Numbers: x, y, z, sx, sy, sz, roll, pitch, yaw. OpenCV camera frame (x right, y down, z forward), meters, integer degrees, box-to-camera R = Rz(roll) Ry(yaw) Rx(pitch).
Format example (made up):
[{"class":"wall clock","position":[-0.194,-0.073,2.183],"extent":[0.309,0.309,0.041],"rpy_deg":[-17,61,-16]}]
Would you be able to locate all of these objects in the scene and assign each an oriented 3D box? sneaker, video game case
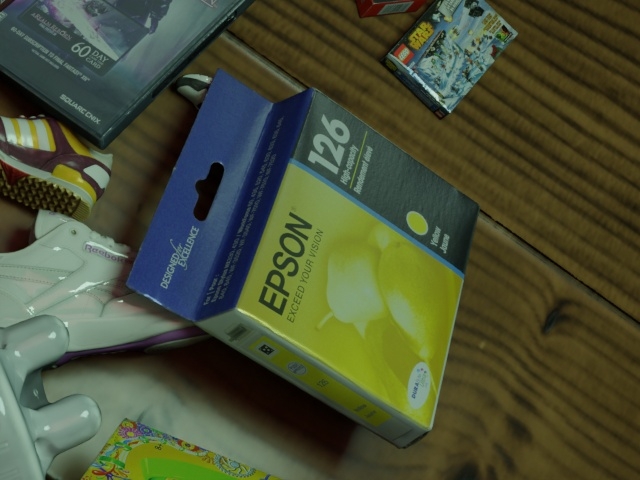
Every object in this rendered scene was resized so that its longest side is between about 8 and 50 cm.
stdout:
[{"class":"sneaker","position":[-0.101,-0.130,1.560],"extent":[0.109,0.040,0.044],"rpy_deg":[30,69,-10]},{"class":"sneaker","position":[-0.290,-0.091,1.473],"extent":[0.185,0.069,0.084],"rpy_deg":[31,51,-10]},{"class":"video game case","position":[-0.199,-0.235,1.524],"extent":[0.196,0.026,0.274],"rpy_deg":[35,66,15]},{"class":"sneaker","position":[-0.196,0.036,1.439],"extent":[0.305,0.114,0.152],"rpy_deg":[-7,79,-22]}]

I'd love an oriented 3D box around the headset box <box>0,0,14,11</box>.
[{"class":"headset box","position":[-0.432,-0.252,1.419],"extent":[0.218,0.110,0.293],"rpy_deg":[43,67,2]}]

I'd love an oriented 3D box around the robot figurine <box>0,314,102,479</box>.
[{"class":"robot figurine","position":[-0.360,0.173,1.246],"extent":[0.353,0.200,0.300],"rpy_deg":[-23,83,-17]}]

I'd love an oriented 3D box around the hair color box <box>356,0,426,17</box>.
[{"class":"hair color box","position":[0.065,-0.318,1.671],"extent":[0.072,0.043,0.141],"rpy_deg":[-10,79,-22]}]

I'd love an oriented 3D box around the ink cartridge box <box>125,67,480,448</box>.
[{"class":"ink cartridge box","position":[0.000,0.000,1.478],"extent":[0.307,0.072,0.303],"rpy_deg":[34,47,-19]}]

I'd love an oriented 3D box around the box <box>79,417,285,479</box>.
[{"class":"box","position":[-0.100,0.326,1.247],"extent":[0.279,0.290,0.177],"rpy_deg":[20,113,4]}]

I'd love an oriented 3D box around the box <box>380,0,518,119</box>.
[{"class":"box","position":[0.141,-0.211,1.679],"extent":[0.094,0.027,0.137],"rpy_deg":[44,65,-6]}]
